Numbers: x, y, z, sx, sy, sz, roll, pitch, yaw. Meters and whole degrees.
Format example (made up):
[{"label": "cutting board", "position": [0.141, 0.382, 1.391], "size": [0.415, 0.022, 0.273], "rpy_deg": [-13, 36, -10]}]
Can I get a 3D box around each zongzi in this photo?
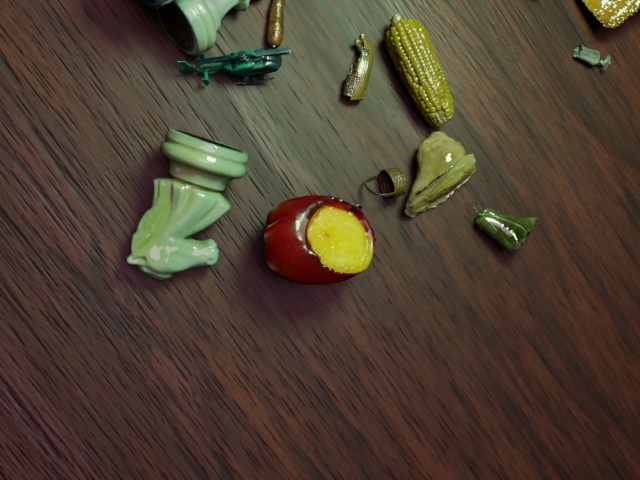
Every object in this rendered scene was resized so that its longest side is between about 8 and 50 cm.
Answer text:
[{"label": "zongzi", "position": [0.413, -0.058, 1.569], "size": [0.154, 0.062, 0.130], "rpy_deg": [40, 58, 6]}]

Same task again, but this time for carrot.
[{"label": "carrot", "position": [-0.092, -0.487, 1.456], "size": [0.036, 0.035, 0.165], "rpy_deg": [6, 84, -14]}]

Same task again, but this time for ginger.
[{"label": "ginger", "position": [0.237, -0.148, 1.504], "size": [0.193, 0.115, 0.122], "rpy_deg": [-41, 76, -4]}]

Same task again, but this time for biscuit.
[{"label": "biscuit", "position": [0.698, -0.643, 1.598], "size": [0.232, 0.013, 0.237], "rpy_deg": [-37, 75, 13]}]

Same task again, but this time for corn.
[{"label": "corn", "position": [0.215, -0.374, 1.497], "size": [0.097, 0.097, 0.261], "rpy_deg": [-26, 95, -13]}]

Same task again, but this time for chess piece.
[{"label": "chess piece", "position": [-0.263, -0.059, 1.355], "size": [0.176, 0.176, 0.298], "rpy_deg": [19, 97, -13]}, {"label": "chess piece", "position": [-0.187, -0.498, 1.396], "size": [0.272, 0.139, 0.139], "rpy_deg": [-39, 98, -22]}]

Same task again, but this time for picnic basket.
[{"label": "picnic basket", "position": [0.138, -0.120, 1.482], "size": [0.083, 0.072, 0.072], "rpy_deg": [-15, 92, -23]}]

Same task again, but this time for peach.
[{"label": "peach", "position": [0.000, 0.000, 1.373], "size": [0.226, 0.190, 0.196], "rpy_deg": [2, 124, 3]}]

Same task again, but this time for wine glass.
[{"label": "wine glass", "position": [0.646, -0.438, 1.636], "size": [0.083, 0.039, 0.042], "rpy_deg": [21, 89, -8]}]

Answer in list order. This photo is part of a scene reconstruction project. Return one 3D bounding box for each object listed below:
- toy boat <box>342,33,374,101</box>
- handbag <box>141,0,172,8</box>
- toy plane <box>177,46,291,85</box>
[{"label": "toy boat", "position": [0.083, -0.374, 1.487], "size": [0.049, 0.047, 0.149], "rpy_deg": [13, 86, -13]}, {"label": "handbag", "position": [-0.246, -0.594, 1.328], "size": [0.326, 0.269, 0.118], "rpy_deg": [-33, 131, -13]}, {"label": "toy plane", "position": [-0.172, -0.359, 1.403], "size": [0.235, 0.096, 0.060], "rpy_deg": [-8, 87, 4]}]
